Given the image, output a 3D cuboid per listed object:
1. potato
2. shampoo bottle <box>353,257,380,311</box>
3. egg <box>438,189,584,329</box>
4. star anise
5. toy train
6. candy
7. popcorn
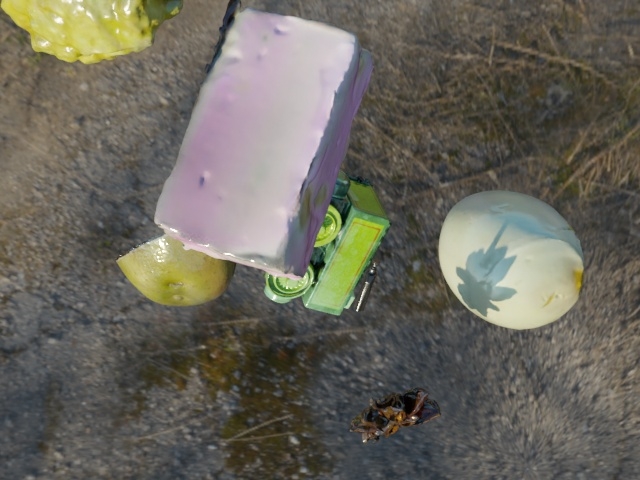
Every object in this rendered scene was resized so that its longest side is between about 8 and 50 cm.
[{"bbox_3d":[-0.181,0.033,1.220,0.202,0.182,0.117,-23,88,34],"label":"potato"},{"bbox_3d":[0.109,0.103,2.000,0.027,0.048,0.137,21,117,4],"label":"shampoo bottle"},{"bbox_3d":[0.401,0.032,1.862,0.283,0.283,0.345,-42,40,0],"label":"egg"},{"bbox_3d":[0.145,0.310,1.575,0.177,0.234,0.073,-11,68,-17],"label":"star anise"},{"bbox_3d":[0.000,0.000,1.538,0.272,0.188,0.159,-63,26,25],"label":"toy train"},{"bbox_3d":[-0.055,-0.102,0.899,0.155,0.116,0.265,16,80,12],"label":"candy"},{"bbox_3d":[-0.210,-0.301,0.904,0.286,0.174,0.225,-26,46,12],"label":"popcorn"}]
